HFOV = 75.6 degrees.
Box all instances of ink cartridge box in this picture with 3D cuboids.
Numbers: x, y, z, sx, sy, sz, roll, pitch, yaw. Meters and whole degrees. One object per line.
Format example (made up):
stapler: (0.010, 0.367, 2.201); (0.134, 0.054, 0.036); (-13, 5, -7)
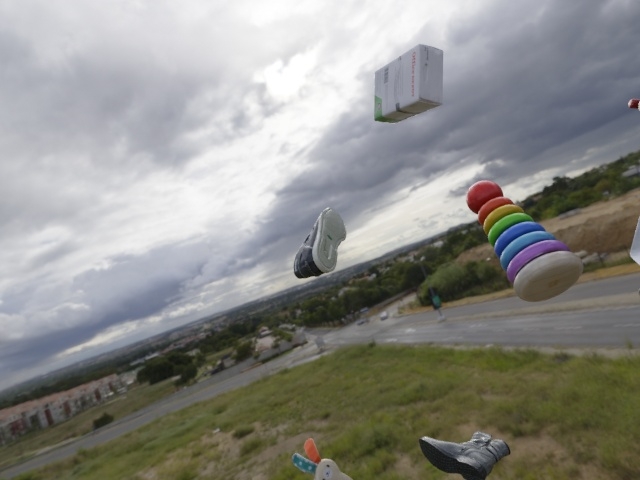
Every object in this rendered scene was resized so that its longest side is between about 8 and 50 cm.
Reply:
ink cartridge box: (0.255, -0.452, 1.217); (0.093, 0.160, 0.219); (0, 1, -27)

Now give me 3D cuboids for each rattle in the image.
rattle: (0.022, 0.526, 0.874); (0.130, 0.199, 0.142); (-19, -18, -8)

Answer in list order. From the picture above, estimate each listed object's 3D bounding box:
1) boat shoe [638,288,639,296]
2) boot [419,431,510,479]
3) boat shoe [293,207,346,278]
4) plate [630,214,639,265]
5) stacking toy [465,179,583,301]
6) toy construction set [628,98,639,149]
boat shoe: (1.019, 0.148, 1.115); (0.096, 0.112, 0.335); (-31, -2, 2)
boot: (0.447, 0.653, 1.289); (0.161, 0.083, 0.247); (-19, 10, -35)
boat shoe: (0.000, 0.000, 0.899); (0.079, 0.084, 0.233); (-32, 19, 29)
plate: (0.953, -0.024, 1.117); (0.045, 0.277, 0.278); (2, 23, 12)
stacking toy: (0.443, -0.026, 0.954); (0.141, 0.330, 0.141); (-7, -45, -7)
toy construction set: (0.892, -0.276, 0.926); (0.238, 0.257, 0.308); (8, 34, 6)
